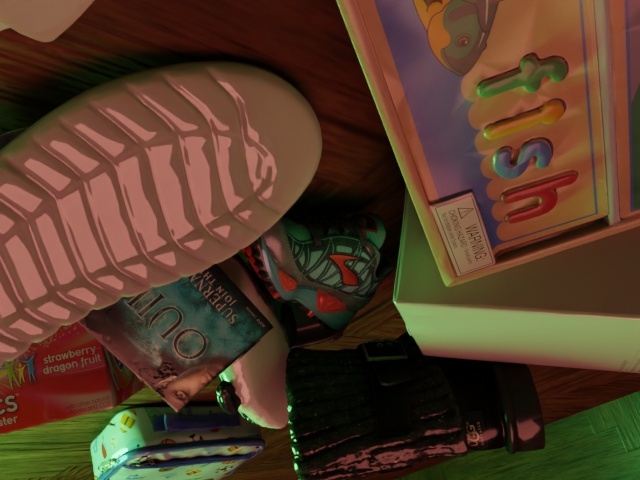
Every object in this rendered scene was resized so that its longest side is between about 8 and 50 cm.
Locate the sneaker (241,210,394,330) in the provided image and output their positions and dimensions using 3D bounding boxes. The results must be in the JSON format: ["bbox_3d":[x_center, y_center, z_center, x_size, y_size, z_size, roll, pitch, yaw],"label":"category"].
[{"bbox_3d":[0.000,0.000,0.684,0.125,0.104,0.262,-38,152,5],"label":"sneaker"}]

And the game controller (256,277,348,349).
[{"bbox_3d":[-0.117,0.108,0.864,0.320,0.067,0.166,-12,139,-4],"label":"game controller"}]

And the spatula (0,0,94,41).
[{"bbox_3d":[-0.250,-0.133,0.367,0.242,0.019,0.168,-28,151,25],"label":"spatula"}]

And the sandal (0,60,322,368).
[{"bbox_3d":[-0.199,-0.022,0.511,0.417,0.102,0.169,-29,130,-5],"label":"sandal"}]

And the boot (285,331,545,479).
[{"bbox_3d":[0.091,0.143,0.795,0.260,0.131,0.348,-13,-164,6],"label":"boot"}]

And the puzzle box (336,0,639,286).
[{"bbox_3d":[0.149,-0.146,0.365,0.272,0.052,0.408,-20,136,10],"label":"puzzle box"}]

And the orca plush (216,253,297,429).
[{"bbox_3d":[-0.117,0.103,0.744,0.102,0.151,0.287,5,145,29],"label":"orca plush"}]

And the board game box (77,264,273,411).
[{"bbox_3d":[-0.146,0.059,0.618,0.126,0.026,0.186,-42,118,-7],"label":"board game box"}]

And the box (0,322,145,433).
[{"bbox_3d":[-0.325,0.125,0.670,0.257,0.128,0.122,-12,177,-1],"label":"box"}]

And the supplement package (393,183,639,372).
[{"bbox_3d":[0.230,0.011,0.600,0.293,0.175,0.177,2,158,17],"label":"supplement package"}]

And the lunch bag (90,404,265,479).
[{"bbox_3d":[-0.270,0.387,1.257,0.304,0.114,0.243,6,145,-36],"label":"lunch bag"}]
